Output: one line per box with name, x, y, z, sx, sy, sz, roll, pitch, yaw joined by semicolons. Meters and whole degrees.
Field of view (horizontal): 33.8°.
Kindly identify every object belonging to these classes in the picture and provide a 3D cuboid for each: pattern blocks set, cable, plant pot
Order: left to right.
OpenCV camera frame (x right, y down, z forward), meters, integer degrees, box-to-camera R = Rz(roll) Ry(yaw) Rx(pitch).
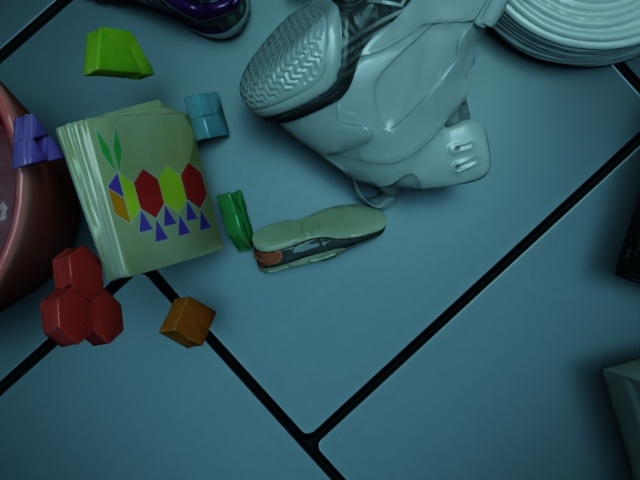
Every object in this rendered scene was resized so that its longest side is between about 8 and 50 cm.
plant pot;-0.343;-0.034;0.928;0.274;0.243;0.275;0;88;6
pattern blocks set;-0.154;-0.044;0.924;0.026;0.325;0.285;-13;84;24
cable;0.266;-0.305;1.048;0.257;0.089;0.257;22;87;-1

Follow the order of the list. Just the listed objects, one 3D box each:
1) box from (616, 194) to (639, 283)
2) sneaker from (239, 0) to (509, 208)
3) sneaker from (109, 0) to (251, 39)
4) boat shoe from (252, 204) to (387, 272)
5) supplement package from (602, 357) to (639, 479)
box;0.416;-0.058;1.020;0.163;0.142;0.247;18;88;-1
sneaker;0.120;-0.188;0.977;0.366;0.137;0.210;-37;116;16
sneaker;-0.173;-0.269;1.025;0.223;0.098;0.083;18;87;-2
boat shoe;0.000;0.000;1.052;0.137;0.049;0.043;-13;131;-5
supplement package;0.409;0.193;1.007;0.203;0.149;0.194;-16;89;-2
